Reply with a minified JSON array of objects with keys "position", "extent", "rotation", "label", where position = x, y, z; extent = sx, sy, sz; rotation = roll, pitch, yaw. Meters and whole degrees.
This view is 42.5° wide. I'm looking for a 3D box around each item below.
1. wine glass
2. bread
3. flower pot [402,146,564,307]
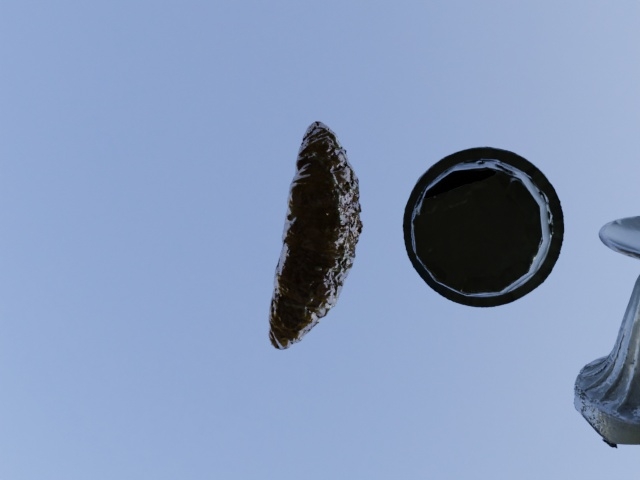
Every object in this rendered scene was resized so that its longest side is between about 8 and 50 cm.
[{"position":[0.326,0.085,0.790],"extent":[0.165,0.165,0.196],"rotation":[-1,-71,14],"label":"wine glass"},{"position":[0.000,0.000,0.828],"extent":[0.076,0.105,0.233],"rotation":[12,-88,9],"label":"bread"},{"position":[0.193,-0.020,0.991],"extent":[0.212,0.202,0.212],"rotation":[0,-92,12],"label":"flower pot"}]
